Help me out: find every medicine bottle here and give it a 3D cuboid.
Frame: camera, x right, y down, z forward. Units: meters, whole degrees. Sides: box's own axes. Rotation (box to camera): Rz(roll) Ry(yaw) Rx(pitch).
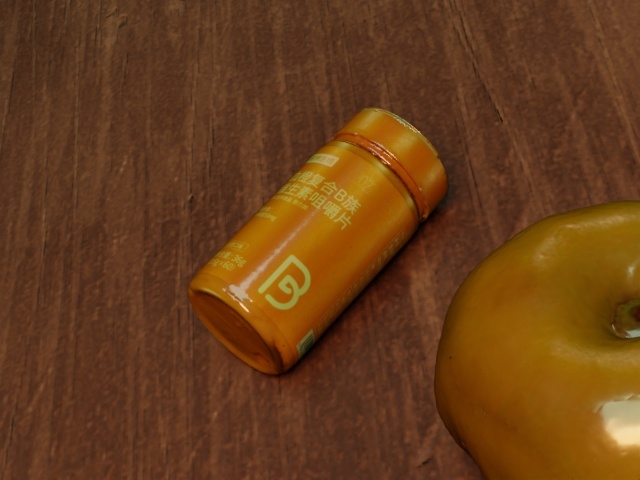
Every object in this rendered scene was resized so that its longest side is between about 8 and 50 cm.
[{"bbox_3d":[0.000,0.000,0.994,0.096,0.096,0.192,26,63,40],"label":"medicine bottle"}]

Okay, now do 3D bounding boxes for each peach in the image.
[{"bbox_3d":[0.194,0.076,0.802,0.251,0.153,0.251,-5,41,4],"label":"peach"}]
